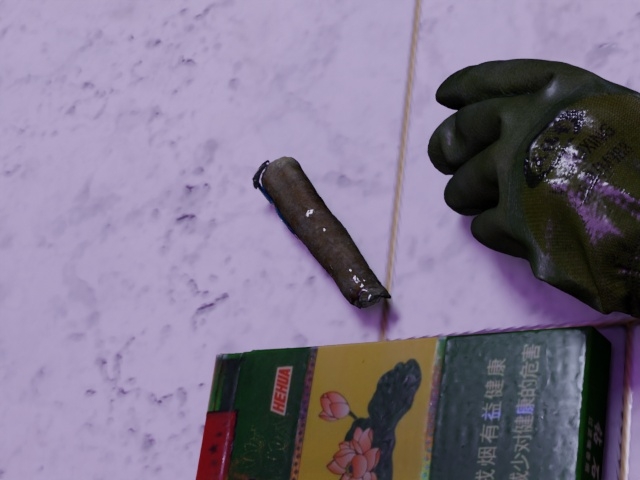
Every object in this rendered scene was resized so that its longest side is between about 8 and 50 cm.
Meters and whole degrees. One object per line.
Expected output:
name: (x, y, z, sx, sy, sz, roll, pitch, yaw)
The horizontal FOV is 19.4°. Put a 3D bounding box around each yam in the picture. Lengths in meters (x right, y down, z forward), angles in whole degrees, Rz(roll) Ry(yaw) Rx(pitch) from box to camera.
yam: (0.000, 0.000, 1.094, 0.033, 0.027, 0.129, -20, 48, -16)

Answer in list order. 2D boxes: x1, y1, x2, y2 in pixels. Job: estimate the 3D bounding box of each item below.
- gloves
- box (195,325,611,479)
gloves: (0.148, -0.023, 0.970, 0.135, 0.107, 0.268, -32, 43, -25)
box: (0.038, 0.117, 1.004, 0.235, 0.034, 0.132, -7, 63, 30)
